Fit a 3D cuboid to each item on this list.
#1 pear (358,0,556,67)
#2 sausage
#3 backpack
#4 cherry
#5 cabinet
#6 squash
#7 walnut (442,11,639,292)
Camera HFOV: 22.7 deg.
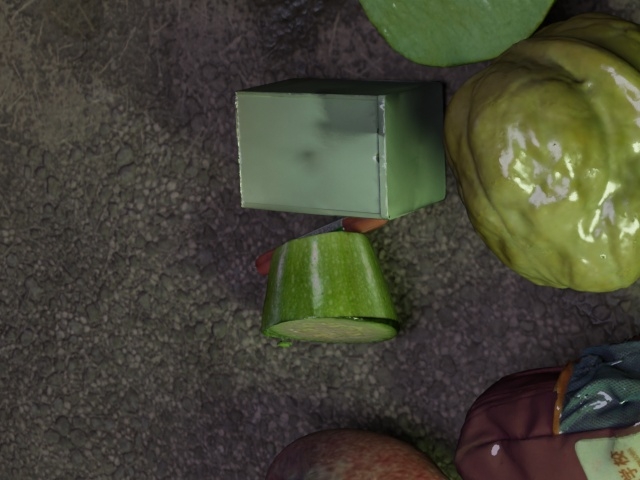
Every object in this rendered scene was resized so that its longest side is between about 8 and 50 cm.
[{"bbox_3d":[0.152,-0.316,1.810,0.288,0.139,0.239,47,131,14],"label":"pear"},{"bbox_3d":[0.000,0.000,1.997,0.223,0.029,0.029,-24,84,32],"label":"sausage"},{"bbox_3d":[0.308,0.237,1.741,0.317,0.197,0.283,-16,122,42],"label":"backpack"},{"bbox_3d":[0.050,0.341,1.917,0.239,0.239,0.206,33,151,24],"label":"cherry"},{"bbox_3d":[0.025,-0.113,1.896,0.206,0.150,0.145,5,104,31],"label":"cabinet"},{"bbox_3d":[0.007,0.064,1.934,0.170,0.170,0.122,-16,74,32],"label":"squash"},{"bbox_3d":[0.273,-0.089,1.668,0.282,0.253,0.277,-33,103,-8],"label":"walnut"}]
